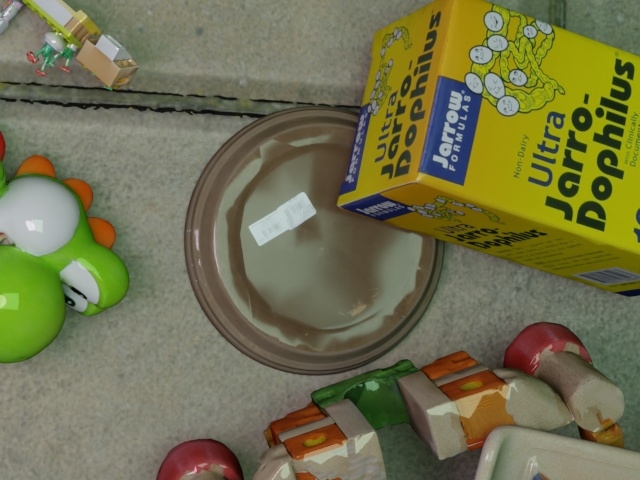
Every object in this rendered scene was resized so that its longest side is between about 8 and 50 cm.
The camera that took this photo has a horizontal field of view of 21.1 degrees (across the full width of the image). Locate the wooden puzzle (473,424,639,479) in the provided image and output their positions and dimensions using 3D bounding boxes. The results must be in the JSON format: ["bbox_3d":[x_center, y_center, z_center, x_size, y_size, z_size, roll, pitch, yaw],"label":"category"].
[{"bbox_3d":[0.277,0.358,1.598,0.348,0.080,0.322,12,98,-16],"label":"wooden puzzle"}]

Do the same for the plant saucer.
[{"bbox_3d":[0.000,0.000,1.757,0.278,0.041,0.278,0,89,-14],"label":"plant saucer"}]

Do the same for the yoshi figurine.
[{"bbox_3d":[-0.349,-0.021,1.595,0.362,0.203,0.203,39,95,-14],"label":"yoshi figurine"}]

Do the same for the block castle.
[{"bbox_3d":[0.087,0.281,1.691,0.453,0.213,0.303,-18,105,-9],"label":"block castle"}]

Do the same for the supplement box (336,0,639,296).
[{"bbox_3d":[0.228,-0.086,1.715,0.356,0.195,0.194,16,78,-20],"label":"supplement box"}]

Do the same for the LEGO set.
[{"bbox_3d":[-0.313,-0.224,1.639,0.287,0.132,0.107,43,87,-17],"label":"LEGO set"}]
